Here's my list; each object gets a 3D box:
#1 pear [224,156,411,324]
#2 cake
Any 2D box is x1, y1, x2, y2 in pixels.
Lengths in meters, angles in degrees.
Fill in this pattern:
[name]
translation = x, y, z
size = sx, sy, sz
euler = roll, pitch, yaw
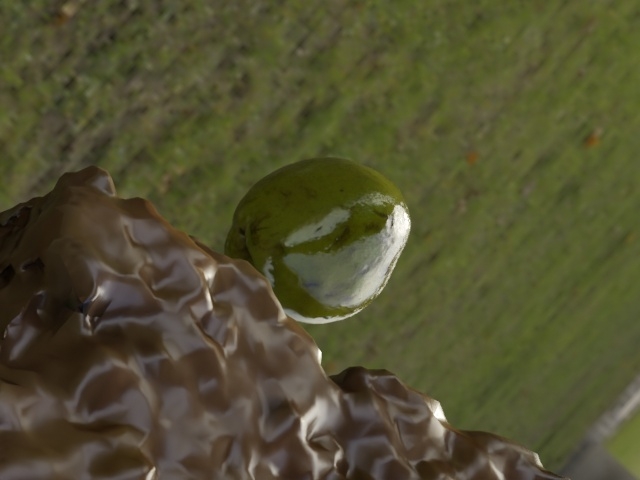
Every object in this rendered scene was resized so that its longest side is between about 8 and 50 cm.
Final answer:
[pear]
translation = 0.000, 0.000, 1.068
size = 0.131, 0.107, 0.107
euler = -3, 137, -42
[cake]
translation = -0.080, 0.183, 0.521
size = 0.290, 0.282, 0.256
euler = -35, -150, 43
